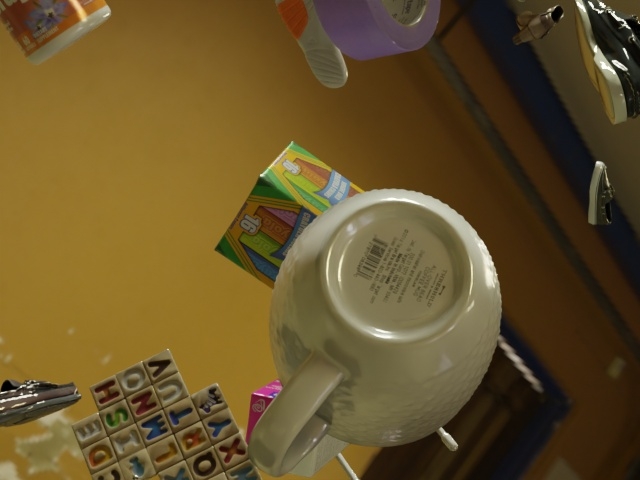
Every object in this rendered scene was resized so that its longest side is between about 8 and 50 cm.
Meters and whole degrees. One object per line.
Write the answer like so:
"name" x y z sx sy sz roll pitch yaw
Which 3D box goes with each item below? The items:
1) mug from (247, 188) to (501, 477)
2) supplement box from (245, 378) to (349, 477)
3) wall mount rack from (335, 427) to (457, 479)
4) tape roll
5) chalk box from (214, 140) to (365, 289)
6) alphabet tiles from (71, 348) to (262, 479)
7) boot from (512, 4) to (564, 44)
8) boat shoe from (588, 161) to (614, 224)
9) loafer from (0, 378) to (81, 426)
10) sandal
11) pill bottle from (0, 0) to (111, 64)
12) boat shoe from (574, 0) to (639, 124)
"mug" 0.047 0.119 1.406 0.276 0.374 0.328 38 -15 10
"supplement box" -0.026 0.276 1.856 0.111 0.114 0.220 10 8 16
"wall mount rack" 0.090 0.366 2.382 0.304 0.350 0.130 14 -54 64
"tape roll" 0.072 -0.329 1.542 0.080 0.189 0.189 -6 -41 37
"chalk box" 0.000 0.000 2.099 0.289 0.179 0.180 34 30 0
"alphabet tiles" -0.208 0.261 1.566 0.237 0.198 0.009 61 -6 30
"boot" 0.374 -0.374 2.053 0.087 0.118 0.042 -27 -66 38
"boat shoe" 0.499 -0.083 2.134 0.040 0.049 0.142 11 -41 18
"loafer" -0.569 0.287 2.179 0.109 0.302 0.095 -32 -103 42
"sandal" -0.009 -0.443 2.493 0.102 0.076 0.265 -8 -63 33
"pill bottle" -0.361 -0.331 1.459 0.216 0.121 0.121 56 -18 -12
"boat shoe" 0.493 -0.313 1.976 0.340 0.113 0.127 -92 166 -57
